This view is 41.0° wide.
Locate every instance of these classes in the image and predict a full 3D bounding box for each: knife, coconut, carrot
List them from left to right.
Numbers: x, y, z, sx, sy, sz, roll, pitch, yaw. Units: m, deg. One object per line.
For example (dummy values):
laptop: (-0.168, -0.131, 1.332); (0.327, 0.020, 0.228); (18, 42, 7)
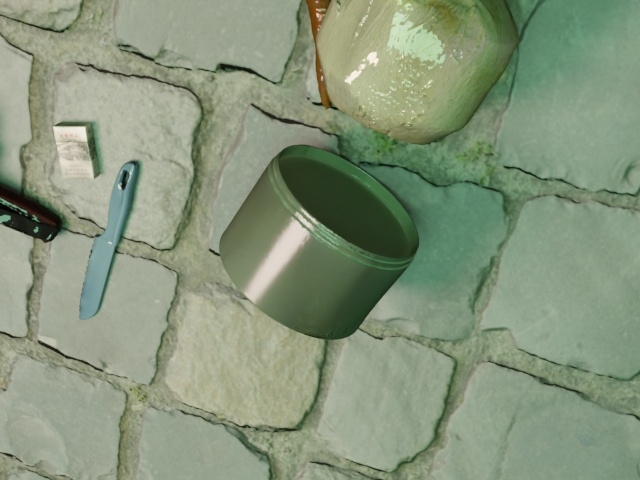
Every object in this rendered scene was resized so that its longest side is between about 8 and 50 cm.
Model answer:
knife: (-0.337, 0.008, 1.340); (0.045, 0.019, 0.313); (27, 118, 9)
carrot: (0.005, -0.272, 1.118); (0.048, 0.048, 0.216); (3, 120, 13)
coconut: (0.115, -0.243, 1.006); (0.227, 0.227, 0.230); (26, 118, 1)

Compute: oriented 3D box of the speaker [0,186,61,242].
speaker: (-0.575, -0.019, 1.300); (0.259, 0.198, 0.329); (38, 109, 9)

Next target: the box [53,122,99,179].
box: (-0.364, -0.134, 1.277); (0.054, 0.024, 0.083); (3, 114, 14)

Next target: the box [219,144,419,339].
box: (0.000, 0.000, 1.135); (0.226, 0.226, 0.149); (35, 117, -3)
